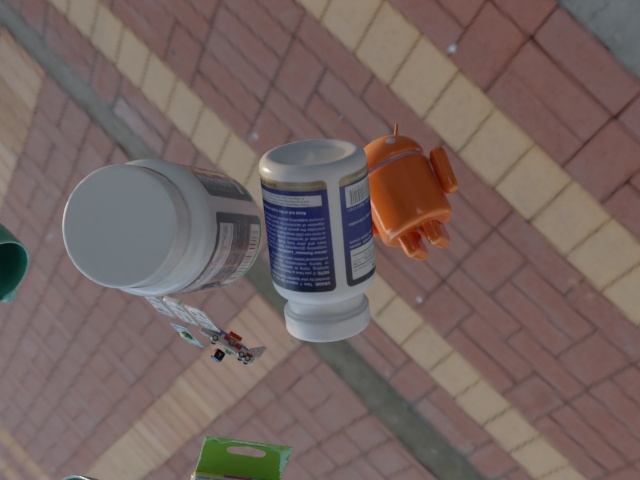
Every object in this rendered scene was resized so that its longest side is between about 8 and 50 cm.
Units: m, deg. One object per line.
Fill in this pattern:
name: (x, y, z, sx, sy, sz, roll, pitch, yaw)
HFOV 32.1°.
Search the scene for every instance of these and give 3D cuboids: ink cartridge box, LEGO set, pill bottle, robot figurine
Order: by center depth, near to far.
pill bottle: (0.000, 0.000, 1.584, 0.153, 0.153, 0.265, 15, 118, 42)
pill bottle: (-0.232, -0.018, 1.684, 0.204, 0.204, 0.361, 41, -172, 11)
robot figurine: (0.130, -0.076, 1.796, 0.158, 0.128, 0.219, -46, 63, 52)
LEGO set: (-0.227, 0.175, 2.235, 0.182, 0.060, 0.244, 13, 150, 41)
ink cartridge box: (-0.172, 0.518, 2.265, 0.188, 0.097, 0.255, 10, 133, -9)

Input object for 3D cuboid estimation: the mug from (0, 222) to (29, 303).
mug: (-0.525, 0.037, 1.689, 0.097, 0.129, 0.158, 39, 131, 24)

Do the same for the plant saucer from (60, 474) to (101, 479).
plant saucer: (-0.227, 0.420, 1.293, 0.317, 0.043, 0.318, 23, 121, 47)
